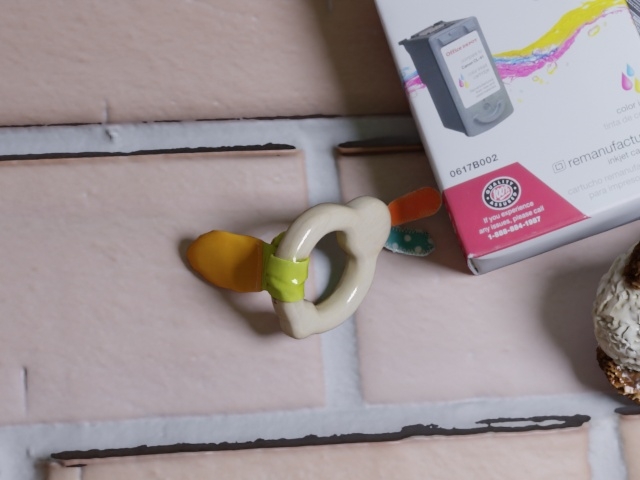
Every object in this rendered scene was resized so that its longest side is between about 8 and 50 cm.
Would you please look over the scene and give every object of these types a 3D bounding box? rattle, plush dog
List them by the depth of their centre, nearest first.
[{"bbox_3d":[0.355,0.044,1.763,0.225,0.262,0.210,-14,44,-20],"label":"plush dog"},{"bbox_3d":[0.000,0.000,1.808,0.200,0.143,0.130,-43,116,-30],"label":"rattle"}]

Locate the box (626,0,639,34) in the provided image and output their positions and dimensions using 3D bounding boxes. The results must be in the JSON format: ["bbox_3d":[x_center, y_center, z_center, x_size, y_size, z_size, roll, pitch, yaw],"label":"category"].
[{"bbox_3d":[0.373,-0.237,1.904,0.231,0.056,0.183,41,74,5],"label":"box"}]

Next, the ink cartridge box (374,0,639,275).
[{"bbox_3d":[0.195,-0.149,1.793,0.226,0.131,0.306,-21,80,7],"label":"ink cartridge box"}]
